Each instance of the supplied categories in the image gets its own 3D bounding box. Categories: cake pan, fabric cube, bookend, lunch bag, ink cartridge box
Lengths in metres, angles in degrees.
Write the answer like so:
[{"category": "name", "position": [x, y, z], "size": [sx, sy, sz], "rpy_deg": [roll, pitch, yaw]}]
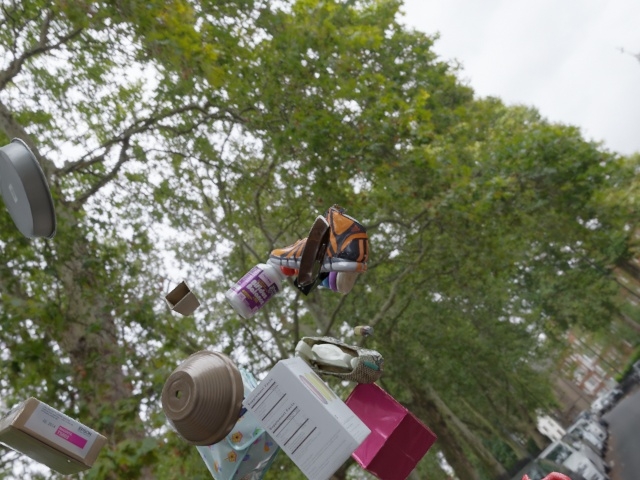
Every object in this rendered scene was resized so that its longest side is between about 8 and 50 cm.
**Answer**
[{"category": "cake pan", "position": [-0.822, -0.134, 1.403], "size": [0.054, 0.293, 0.293], "rpy_deg": [-24, -36, -41]}, {"category": "fabric cube", "position": [0.224, 0.717, 1.897], "size": [0.259, 0.254, 0.258], "rpy_deg": [-49, -51, -8]}, {"category": "bookend", "position": [-0.008, 0.101, 1.866], "size": [0.156, 0.072, 0.157], "rpy_deg": [-40, -14, -43]}, {"category": "lunch bag", "position": [-0.218, 0.513, 1.389], "size": [0.160, 0.223, 0.262], "rpy_deg": [9, -67, -44]}, {"category": "ink cartridge box", "position": [-0.723, 0.527, 1.351], "size": [0.193, 0.088, 0.235], "rpy_deg": [-30, -63, 37]}]

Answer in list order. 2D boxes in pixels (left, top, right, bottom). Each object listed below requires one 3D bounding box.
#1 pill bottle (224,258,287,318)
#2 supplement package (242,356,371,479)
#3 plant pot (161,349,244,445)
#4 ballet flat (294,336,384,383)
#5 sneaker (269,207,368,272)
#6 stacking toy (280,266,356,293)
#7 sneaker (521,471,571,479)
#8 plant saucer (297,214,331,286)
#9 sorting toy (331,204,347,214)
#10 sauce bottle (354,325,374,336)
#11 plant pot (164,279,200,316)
[{"category": "pill bottle", "position": [-0.294, 0.219, 2.424], "size": [0.301, 0.169, 0.169], "rpy_deg": [-44, -31, -19]}, {"category": "supplement package", "position": [-0.029, 0.396, 1.133], "size": [0.133, 0.244, 0.139], "rpy_deg": [-49, -17, 4]}, {"category": "plant pot", "position": [-0.317, 0.390, 1.273], "size": [0.237, 0.237, 0.110], "rpy_deg": [-48, -35, 7]}, {"category": "ballet flat", "position": [0.019, 0.434, 1.915], "size": [0.182, 0.483, 0.163], "rpy_deg": [32, -114, -35]}, {"category": "sneaker", "position": [0.000, 0.000, 1.479], "size": [0.125, 0.322, 0.179], "rpy_deg": [18, -105, -60]}, {"category": "stacking toy", "position": [-0.025, 0.128, 2.134], "size": [0.141, 0.331, 0.141], "rpy_deg": [-33, -53, -57]}, {"category": "sneaker", "position": [0.396, 0.530, 1.009], "size": [0.279, 0.107, 0.118], "rpy_deg": [-5, -74, -29]}, {"category": "plant saucer", "position": [-0.010, 0.027, 1.136], "size": [0.168, 0.029, 0.168], "rpy_deg": [17, -90, -81]}, {"category": "sorting toy", "position": [0.072, -0.122, 2.113], "size": [0.083, 0.062, 0.012], "rpy_deg": [136, 155, -65]}, {"category": "sauce bottle", "position": [0.165, 0.341, 1.902], "size": [0.042, 0.042, 0.128], "rpy_deg": [-32, 2, -18]}, {"category": "plant pot", "position": [-0.567, 0.251, 2.118], "size": [0.109, 0.109, 0.096], "rpy_deg": [-43, -51, -7]}]
